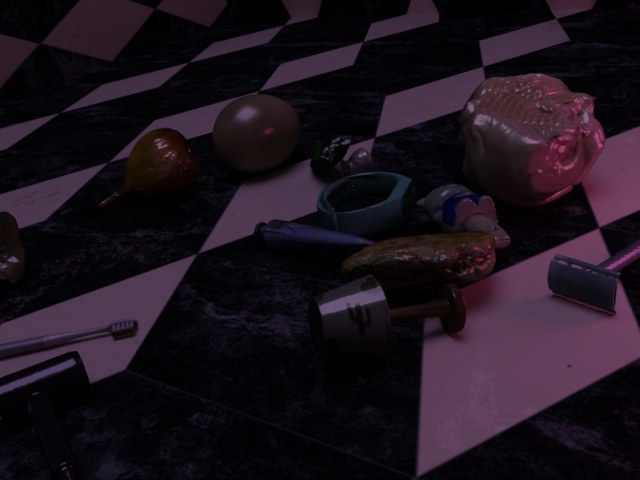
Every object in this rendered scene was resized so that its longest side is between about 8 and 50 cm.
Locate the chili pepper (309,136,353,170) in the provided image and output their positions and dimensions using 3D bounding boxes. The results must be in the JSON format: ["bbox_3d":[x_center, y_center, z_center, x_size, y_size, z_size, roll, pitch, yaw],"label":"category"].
[{"bbox_3d":[0.019,-0.198,1.706,0.098,0.061,0.224,-42,15,-3],"label":"chili pepper"}]

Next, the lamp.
[{"bbox_3d":[0.095,0.105,1.050,0.215,0.121,0.121,-5,25,-13],"label":"lamp"}]

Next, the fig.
[{"bbox_3d":[-0.409,-0.149,1.743,0.257,0.159,0.159,-34,29,-4],"label":"fig"}]

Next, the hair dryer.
[{"bbox_3d":[-0.346,0.246,0.991,0.128,0.069,0.255,-22,36,-26],"label":"hair dryer"}]

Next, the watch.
[{"bbox_3d":[0.086,-0.075,1.473,0.195,0.068,0.237,-1,26,19],"label":"watch"}]

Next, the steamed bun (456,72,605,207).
[{"bbox_3d":[0.389,-0.180,1.436,0.275,0.206,0.320,26,41,28],"label":"steamed bun"}]

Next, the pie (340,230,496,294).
[{"bbox_3d":[0.151,0.038,1.168,0.248,0.089,0.201,-8,5,17],"label":"pie"}]

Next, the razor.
[{"bbox_3d":[0.462,0.035,1.146,0.232,0.068,0.106,-21,28,-36],"label":"razor"}]

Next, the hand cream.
[{"bbox_3d":[0.000,0.000,1.360,0.271,0.058,0.091,7,-7,31],"label":"hand cream"}]

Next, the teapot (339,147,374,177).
[{"bbox_3d":[0.079,-0.168,1.684,0.064,0.064,0.083,-27,-2,-17],"label":"teapot"}]

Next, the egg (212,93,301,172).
[{"bbox_3d":[-0.150,-0.260,1.792,0.186,0.185,0.242,16,31,41],"label":"egg"}]

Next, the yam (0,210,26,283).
[{"bbox_3d":[-0.657,0.011,1.551,0.071,0.067,0.317,-30,29,-12],"label":"yam"}]

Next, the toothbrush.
[{"bbox_3d":[-0.468,0.171,1.210,0.343,0.025,0.030,-10,28,-3],"label":"toothbrush"}]

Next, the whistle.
[{"bbox_3d":[0.257,-0.045,1.323,0.110,0.092,0.244,-6,23,-18],"label":"whistle"}]
